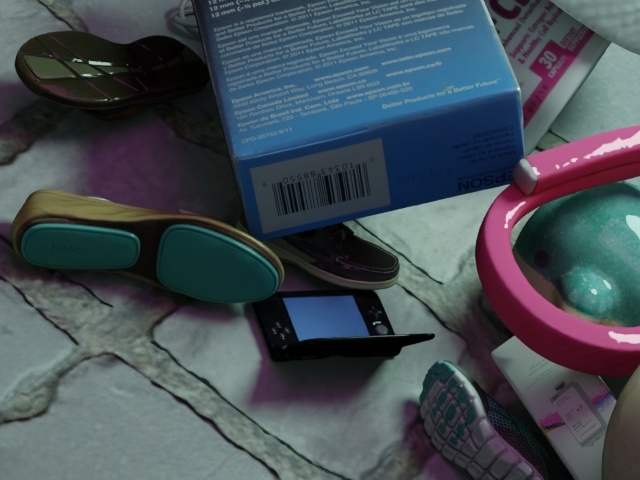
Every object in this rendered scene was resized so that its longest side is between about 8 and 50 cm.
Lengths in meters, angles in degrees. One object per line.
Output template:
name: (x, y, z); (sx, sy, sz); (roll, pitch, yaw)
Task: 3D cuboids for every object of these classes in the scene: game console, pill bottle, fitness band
game console: (0.019, 0.065, 1.668); (0.122, 0.071, 0.107); (0, 47, -26)
pill bottle: (0.134, -0.225, 1.932); (0.283, 0.160, 0.160); (36, 43, 4)
fitness band: (0.270, 0.004, 1.639); (0.290, 0.054, 0.209); (-16, 60, -22)

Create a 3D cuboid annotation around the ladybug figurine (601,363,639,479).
ladybug figurine: (0.422, 0.202, 1.550); (0.449, 0.162, 0.305); (11, 79, -34)

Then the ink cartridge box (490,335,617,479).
ink cartridge box: (0.230, 0.167, 1.620); (0.067, 0.115, 0.198); (-35, 59, 4)

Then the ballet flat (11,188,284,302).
ballet flat: (-0.143, -0.005, 1.661); (0.232, 0.080, 0.073); (12, 32, -12)

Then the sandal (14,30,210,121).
sandal: (-0.192, -0.146, 1.805); (0.090, 0.060, 0.219); (50, 33, 19)

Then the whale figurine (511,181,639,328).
whale figurine: (0.292, 0.044, 1.717); (0.216, 0.141, 0.272); (7, 23, -45)

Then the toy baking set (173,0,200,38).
toy baking set: (-0.059, -0.248, 1.991); (0.196, 0.030, 0.256); (4, 45, -18)

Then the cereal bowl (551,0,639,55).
cereal bowl: (0.255, -0.341, 1.915); (0.339, 0.141, 0.339); (33, 23, -16)

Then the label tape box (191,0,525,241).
label tape box: (0.021, -0.173, 1.767); (0.249, 0.115, 0.348); (-14, 42, -2)

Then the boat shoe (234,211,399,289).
boat shoe: (0.000, 0.000, 1.732); (0.152, 0.049, 0.056); (17, 33, -1)

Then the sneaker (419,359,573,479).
sneaker: (0.148, 0.168, 1.642); (0.076, 0.065, 0.166); (-3, 49, -49)
